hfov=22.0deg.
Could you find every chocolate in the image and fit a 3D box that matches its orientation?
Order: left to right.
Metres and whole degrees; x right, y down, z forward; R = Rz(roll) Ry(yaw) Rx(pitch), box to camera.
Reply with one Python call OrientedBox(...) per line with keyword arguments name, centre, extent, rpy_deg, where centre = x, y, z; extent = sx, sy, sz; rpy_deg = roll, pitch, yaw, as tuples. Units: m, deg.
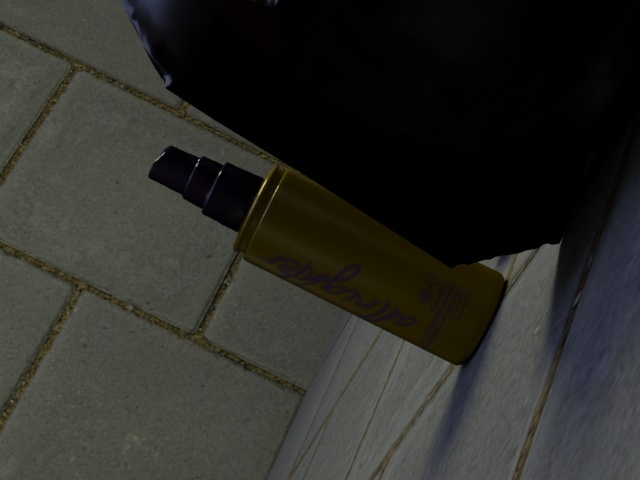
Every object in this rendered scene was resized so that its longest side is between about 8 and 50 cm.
OrientedBox(name="chocolate", centre=(0.107, -0.233, 0.997), extent=(0.331, 0.384, 0.383), rpy_deg=(-46, 11, 36))

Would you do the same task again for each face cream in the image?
OrientedBox(name="face cream", centre=(0.000, 0.000, 1.224), extent=(0.078, 0.273, 0.078), rpy_deg=(-63, 1, 2))
